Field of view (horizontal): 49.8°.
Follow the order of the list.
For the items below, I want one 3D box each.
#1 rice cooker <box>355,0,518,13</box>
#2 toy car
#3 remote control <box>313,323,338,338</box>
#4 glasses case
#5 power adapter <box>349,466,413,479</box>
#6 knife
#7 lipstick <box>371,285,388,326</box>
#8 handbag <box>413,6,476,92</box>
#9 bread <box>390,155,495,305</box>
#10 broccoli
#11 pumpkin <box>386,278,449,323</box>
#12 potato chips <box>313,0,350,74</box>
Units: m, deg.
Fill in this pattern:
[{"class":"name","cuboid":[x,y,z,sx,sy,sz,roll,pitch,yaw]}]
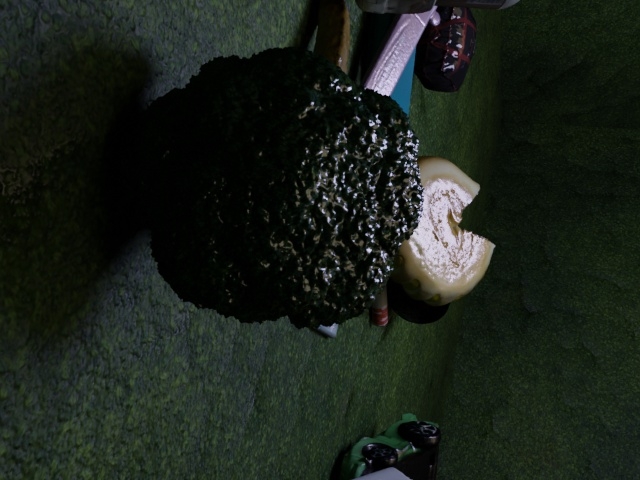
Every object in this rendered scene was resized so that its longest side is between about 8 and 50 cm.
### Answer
[{"class":"rice cooker","cuboid":[0.171,-0.514,1.047,0.335,0.325,0.335,-177,-90,-90]},{"class":"toy car","cuboid":[0.157,0.525,1.578,0.358,0.176,0.213,-6,104,-45]},{"class":"remote control","cuboid":[0.011,0.147,1.270,0.124,0.017,0.053,42,56,-67]},{"class":"glasses case","cuboid":[0.133,-0.357,1.372,0.117,0.070,0.301,2,97,-55]},{"class":"power adapter","cuboid":[0.060,0.563,1.321,0.255,0.124,0.187,-5,103,-32]},{"class":"knife","cuboid":[0.130,-0.345,1.288,0.132,0.038,0.399,35,74,-33]},{"class":"lipstick","cuboid":[0.134,0.135,1.582,0.038,0.038,0.131,-56,147,-52]},{"class":"handbag","cuboid":[0.279,-0.467,1.609,0.169,0.155,0.215,0,99,-63]},{"class":"bread","cuboid":[0.231,-0.019,1.529,0.333,0.160,0.333,3,84,-33]},{"class":"broccoli","cuboid":[-0.039,-0.051,0.706,0.297,0.297,0.298,171,-74,-85]},{"class":"pumpkin","cuboid":[0.256,0.091,1.729,0.233,0.163,0.233,9,90,-73]},{"class":"potato chips","cuboid":[-0.016,-0.205,0.994,0.057,0.080,0.407,83,22,-61]}]
